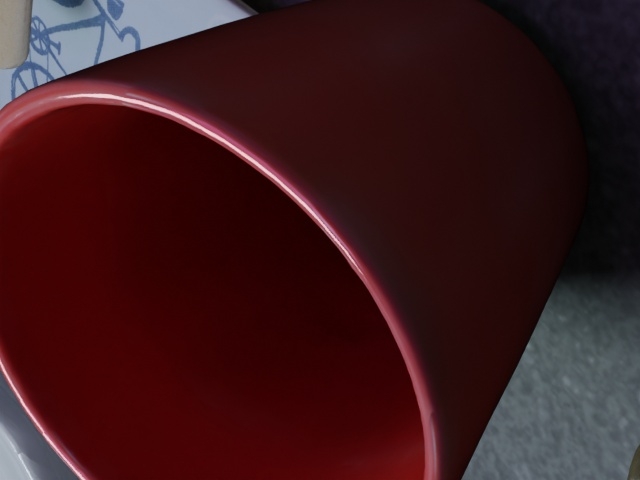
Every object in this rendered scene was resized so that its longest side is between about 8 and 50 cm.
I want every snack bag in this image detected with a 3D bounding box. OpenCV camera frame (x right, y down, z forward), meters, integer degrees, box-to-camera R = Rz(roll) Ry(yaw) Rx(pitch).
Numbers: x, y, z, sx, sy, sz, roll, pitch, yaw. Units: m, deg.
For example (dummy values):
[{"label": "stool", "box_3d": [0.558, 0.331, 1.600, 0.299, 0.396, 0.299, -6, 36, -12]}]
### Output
[{"label": "snack bag", "box_3d": [-0.124, -0.088, 1.005, 0.342, 0.037, 0.323, 40, 137, 28]}]

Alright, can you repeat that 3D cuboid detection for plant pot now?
[{"label": "plant pot", "box_3d": [0.000, 0.000, 0.718, 0.275, 0.243, 0.275, 19, 127, 27]}]

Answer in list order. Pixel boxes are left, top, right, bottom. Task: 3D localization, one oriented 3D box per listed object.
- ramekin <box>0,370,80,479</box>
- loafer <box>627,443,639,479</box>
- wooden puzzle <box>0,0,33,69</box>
[{"label": "ramekin", "box_3d": [-0.258, 0.203, 1.249, 0.273, 0.127, 0.273, 25, 128, 37]}, {"label": "loafer", "box_3d": [0.205, 0.174, 0.765, 0.056, 0.050, 0.148, -31, 86, 52]}, {"label": "wooden puzzle", "box_3d": [-0.229, -0.271, 0.955, 0.239, 0.044, 0.221, 60, 149, 36]}]
